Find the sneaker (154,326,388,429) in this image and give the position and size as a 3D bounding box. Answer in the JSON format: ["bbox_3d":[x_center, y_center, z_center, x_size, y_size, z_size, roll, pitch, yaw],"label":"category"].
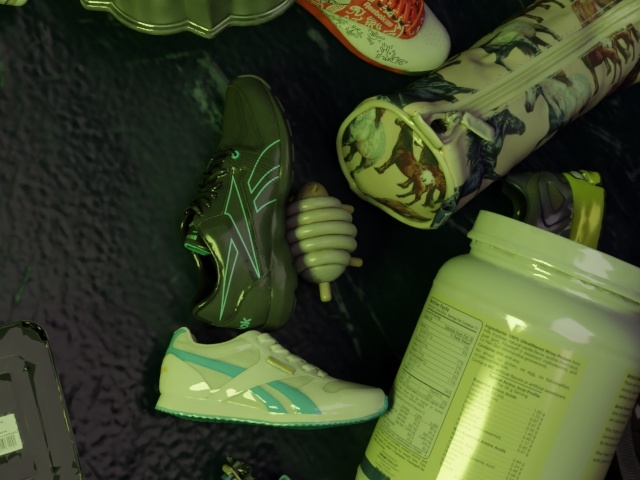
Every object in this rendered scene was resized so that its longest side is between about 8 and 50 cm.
[{"bbox_3d":[-0.045,0.138,1.109,0.228,0.087,0.092,6,77,0],"label":"sneaker"}]

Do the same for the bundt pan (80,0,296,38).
[{"bbox_3d":[-0.125,-0.365,1.069,0.331,0.124,0.331,0,71,-1],"label":"bundt pan"}]

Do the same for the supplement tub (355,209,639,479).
[{"bbox_3d":[0.195,0.154,1.142,0.235,0.235,0.325,21,92,-23],"label":"supplement tub"}]

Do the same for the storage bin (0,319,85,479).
[{"bbox_3d":[-0.297,0.171,1.016,0.122,0.084,0.180,-14,89,-28],"label":"storage bin"}]

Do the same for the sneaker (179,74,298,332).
[{"bbox_3d":[-0.085,-0.040,1.141,0.106,0.101,0.267,-1,82,-22],"label":"sneaker"}]

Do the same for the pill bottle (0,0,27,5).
[{"bbox_3d":[-0.353,-0.275,1.036,0.169,0.094,0.094,4,82,-27],"label":"pill bottle"}]

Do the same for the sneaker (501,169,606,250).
[{"bbox_3d":[0.248,0.057,1.309,0.121,0.111,0.300,9,79,-7],"label":"sneaker"}]

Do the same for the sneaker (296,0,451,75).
[{"bbox_3d":[0.061,-0.273,1.217,0.270,0.145,0.090,30,71,-21],"label":"sneaker"}]

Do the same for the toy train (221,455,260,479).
[{"bbox_3d":[-0.053,0.285,1.139,0.036,0.027,0.158,-38,101,-15],"label":"toy train"}]

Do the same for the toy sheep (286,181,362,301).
[{"bbox_3d":[0.000,0.000,1.188,0.091,0.091,0.132,-4,72,-27],"label":"toy sheep"}]

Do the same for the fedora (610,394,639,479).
[{"bbox_3d":[0.397,0.206,1.340,0.275,0.124,0.244,10,81,-33],"label":"fedora"}]

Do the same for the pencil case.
[{"bbox_3d":[0.218,-0.171,1.265,0.410,0.183,0.160,-35,100,-27],"label":"pencil case"}]

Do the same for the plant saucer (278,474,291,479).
[{"bbox_3d":[-0.082,0.329,1.142,0.192,0.018,0.067,-44,104,-23],"label":"plant saucer"}]
